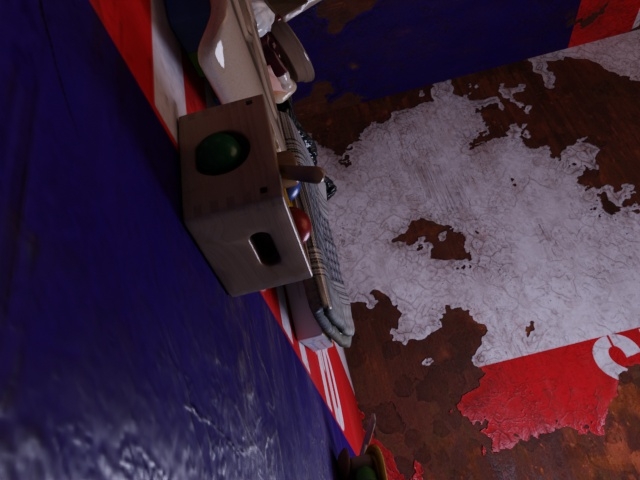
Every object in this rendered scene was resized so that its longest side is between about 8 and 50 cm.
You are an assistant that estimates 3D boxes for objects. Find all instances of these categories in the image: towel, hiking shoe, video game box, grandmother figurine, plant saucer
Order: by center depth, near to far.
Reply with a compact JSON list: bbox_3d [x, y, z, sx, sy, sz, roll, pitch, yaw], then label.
[{"bbox_3d":[0.000,0.000,0.864,0.324,0.056,0.312,65,10,-69],"label":"towel"},{"bbox_3d":[-0.028,0.079,0.921,0.187,0.048,0.205,61,14,-72],"label":"video game box"},{"bbox_3d":[-0.071,-0.153,1.042,0.132,0.113,0.304,43,-5,23],"label":"hiking shoe"},{"bbox_3d":[-0.126,-0.415,1.165,0.208,0.104,0.342,48,-1,12],"label":"grandmother figurine"},{"bbox_3d":[-0.117,-0.502,1.325,0.278,0.041,0.278,50,-3,3],"label":"plant saucer"},{"bbox_3d":[-0.109,-0.357,1.619,0.114,0.086,0.227,-46,117,-72],"label":"hiking shoe"}]

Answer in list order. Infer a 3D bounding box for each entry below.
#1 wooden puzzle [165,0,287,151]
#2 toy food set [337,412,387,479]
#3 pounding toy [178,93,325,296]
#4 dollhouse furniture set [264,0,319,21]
[{"bbox_3d":[-0.119,-0.279,0.616,0.322,0.080,0.348,67,13,-76],"label":"wooden puzzle"},{"bbox_3d":[0.063,0.417,0.904,0.218,0.071,0.128,-98,-162,-55],"label":"toy food set"},{"bbox_3d":[-0.046,-0.038,0.413,0.141,0.100,0.130,73,2,-54],"label":"pounding toy"},{"bbox_3d":[-0.049,-0.369,0.582,0.184,0.129,0.129,55,-4,18],"label":"dollhouse furniture set"}]
